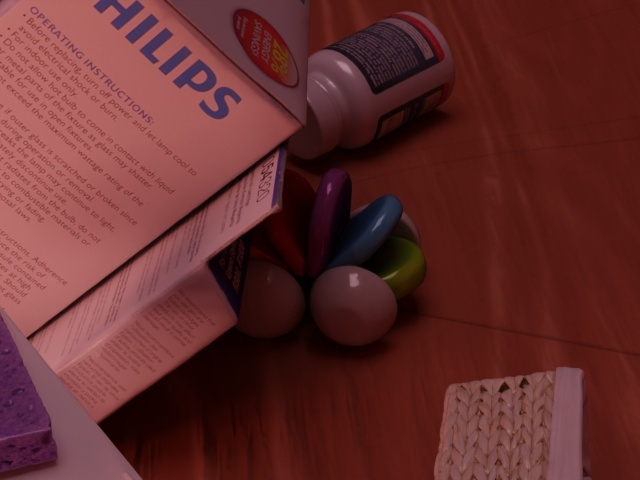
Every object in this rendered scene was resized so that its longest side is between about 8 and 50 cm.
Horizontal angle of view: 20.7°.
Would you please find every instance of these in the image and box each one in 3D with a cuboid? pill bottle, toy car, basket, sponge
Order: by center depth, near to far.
[{"bbox_3d":[-0.259,0.094,1.178,0.117,0.031,0.210,-14,33,-17],"label":"sponge"},{"bbox_3d":[0.135,0.179,1.218,0.103,0.113,0.167,-3,31,10],"label":"basket"},{"bbox_3d":[0.000,0.000,1.512,0.182,0.136,0.159,4,32,16],"label":"toy car"},{"bbox_3d":[0.040,-0.154,1.784,0.180,0.108,0.108,-29,38,-33],"label":"pill bottle"}]

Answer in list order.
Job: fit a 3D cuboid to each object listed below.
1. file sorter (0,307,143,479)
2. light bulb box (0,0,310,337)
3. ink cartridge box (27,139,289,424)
[{"bbox_3d":[-0.241,0.206,1.187,0.193,0.173,0.277,-21,34,-23],"label":"file sorter"},{"bbox_3d":[-0.210,-0.152,1.460,0.361,0.225,0.358,-36,27,23],"label":"light bulb box"},{"bbox_3d":[-0.124,0.001,1.443,0.330,0.071,0.324,-34,23,22],"label":"ink cartridge box"}]
